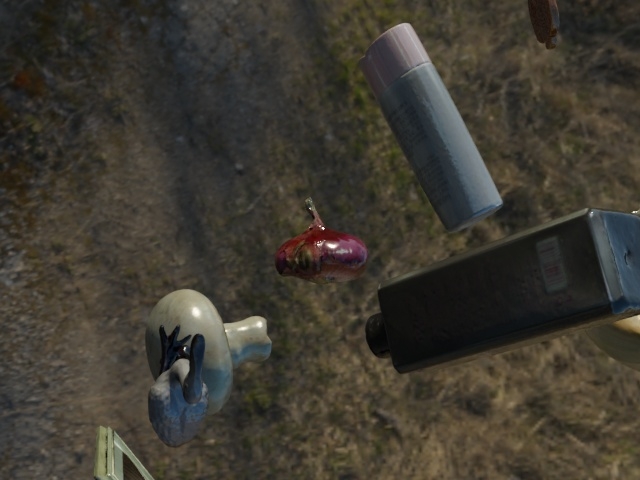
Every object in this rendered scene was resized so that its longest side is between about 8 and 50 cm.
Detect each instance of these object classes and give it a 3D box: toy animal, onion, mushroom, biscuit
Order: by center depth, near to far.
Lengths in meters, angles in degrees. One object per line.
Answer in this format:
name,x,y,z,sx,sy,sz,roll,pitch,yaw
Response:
biscuit,0.259,-0.258,1.122,0.091,0.015,0.078,-51,125,-88
toy animal,-0.214,0.229,1.469,0.091,0.324,0.195,-2,89,-14
onion,0.000,0.000,1.549,0.150,0.150,0.140,5,78,-50
mushroom,-0.210,0.205,1.851,0.243,0.244,0.243,21,62,-46

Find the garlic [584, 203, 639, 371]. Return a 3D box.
garlic,0.514,0.091,1.342,0.286,0.249,0.313,21,39,-24

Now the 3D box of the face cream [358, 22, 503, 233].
face cream,0.105,-0.107,0.943,0.057,0.084,0.198,-21,82,-27

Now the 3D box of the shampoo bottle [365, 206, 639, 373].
shampoo bottle,0.137,0.048,0.771,0.079,0.246,0.080,3,71,-46

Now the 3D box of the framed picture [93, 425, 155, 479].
framed picture,-0.131,0.303,0.965,0.016,0.216,0.273,-39,99,-9
